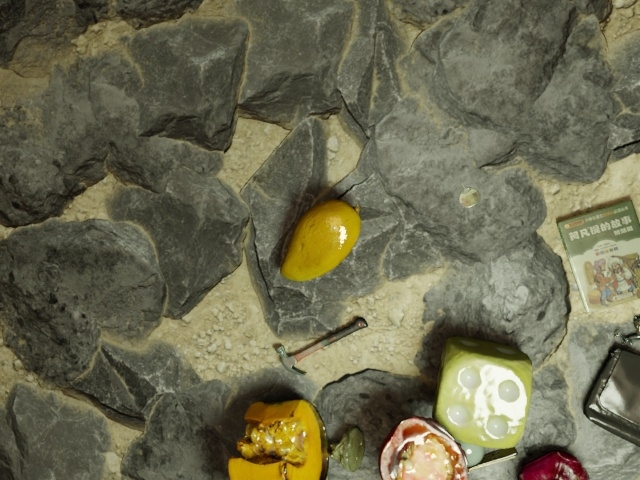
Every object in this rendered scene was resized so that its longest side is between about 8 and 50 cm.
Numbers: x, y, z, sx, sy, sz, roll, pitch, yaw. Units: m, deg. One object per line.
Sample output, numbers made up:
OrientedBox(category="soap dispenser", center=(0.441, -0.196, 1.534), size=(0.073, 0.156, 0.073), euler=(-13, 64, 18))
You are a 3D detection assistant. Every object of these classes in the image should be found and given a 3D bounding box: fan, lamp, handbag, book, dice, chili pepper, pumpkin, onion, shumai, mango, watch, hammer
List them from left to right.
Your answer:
OrientedBox(category="pumpkin", center=(-0.113, 0.613, 1.646), size=(0.225, 0.303, 0.256), euler=(-7, 128, 27))
OrientedBox(category="mango", center=(0.000, 0.000, 1.688), size=(0.176, 0.119, 0.317), euler=(40, 103, -1))
OrientedBox(category="hammer", center=(0.011, 0.307, 1.736), size=(0.287, 0.033, 0.111), euler=(-31, 85, 10))
OrientedBox(category="shumai", center=(0.074, 0.612, 1.711), size=(0.087, 0.099, 0.124), euler=(-5, 57, 36))
OrientedBox(category="chili pepper", center=(0.280, 0.605, 1.545), size=(0.251, 0.305, 0.229), euler=(42, 85, 22))
OrientedBox(category="lamp", center=(0.410, 0.582, 1.632), size=(0.105, 0.105, 0.105), euler=(0, 92, 11))
OrientedBox(category="fan", center=(0.427, -0.134, 1.658), size=(0.060, 0.003, 0.080), euler=(2, 92, 10))
OrientedBox(category="dice", center=(0.432, 0.402, 1.562), size=(0.233, 0.227, 0.238), euler=(9, 95, 12))
OrientedBox(category="watch", center=(0.461, 0.708, 1.636), size=(0.268, 0.102, 0.165), euler=(-26, 84, 5))
OrientedBox(category="onion", center=(0.609, 0.649, 1.538), size=(0.195, 0.218, 0.140), euler=(-39, 64, 14))
OrientedBox(category="book", center=(0.786, 0.044, 1.582), size=(0.202, 0.027, 0.264), euler=(-18, 88, 12))
OrientedBox(category="handbag", center=(0.858, 0.431, 1.558), size=(0.247, 0.080, 0.223), euler=(26, 89, 11))

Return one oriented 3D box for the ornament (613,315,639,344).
OrientedBox(category="ornament", center=(0.857, 0.242, 1.575), size=(0.125, 0.028, 0.073), euler=(-16, 89, 9))
